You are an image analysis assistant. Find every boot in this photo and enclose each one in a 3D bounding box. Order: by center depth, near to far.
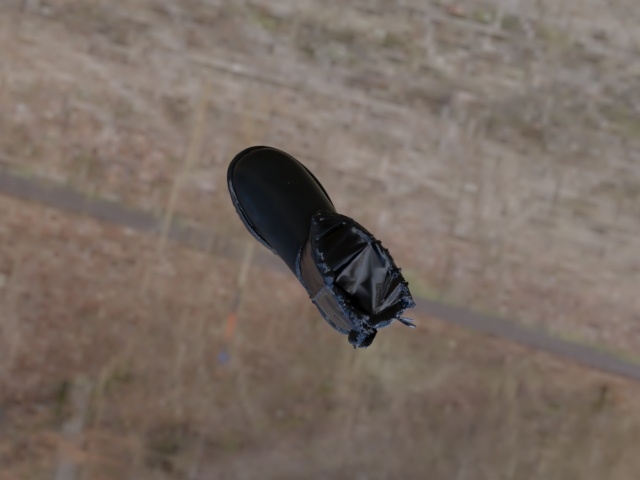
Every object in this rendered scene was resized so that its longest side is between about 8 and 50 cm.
[{"bbox_3d":[-0.001,0.000,0.931,0.121,0.045,0.099,56,173,0],"label":"boot"}]
